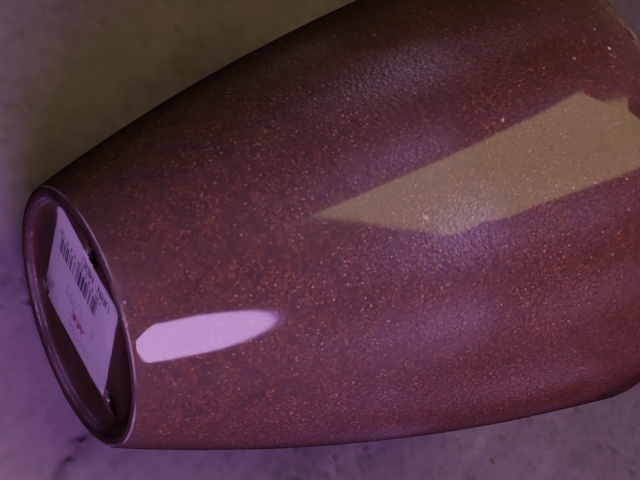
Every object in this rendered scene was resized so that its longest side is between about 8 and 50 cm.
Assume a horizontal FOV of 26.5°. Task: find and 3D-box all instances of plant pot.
[{"bbox_3d":[0.000,0.000,0.583,0.230,0.215,0.215,-16,80,-29],"label":"plant pot"}]
